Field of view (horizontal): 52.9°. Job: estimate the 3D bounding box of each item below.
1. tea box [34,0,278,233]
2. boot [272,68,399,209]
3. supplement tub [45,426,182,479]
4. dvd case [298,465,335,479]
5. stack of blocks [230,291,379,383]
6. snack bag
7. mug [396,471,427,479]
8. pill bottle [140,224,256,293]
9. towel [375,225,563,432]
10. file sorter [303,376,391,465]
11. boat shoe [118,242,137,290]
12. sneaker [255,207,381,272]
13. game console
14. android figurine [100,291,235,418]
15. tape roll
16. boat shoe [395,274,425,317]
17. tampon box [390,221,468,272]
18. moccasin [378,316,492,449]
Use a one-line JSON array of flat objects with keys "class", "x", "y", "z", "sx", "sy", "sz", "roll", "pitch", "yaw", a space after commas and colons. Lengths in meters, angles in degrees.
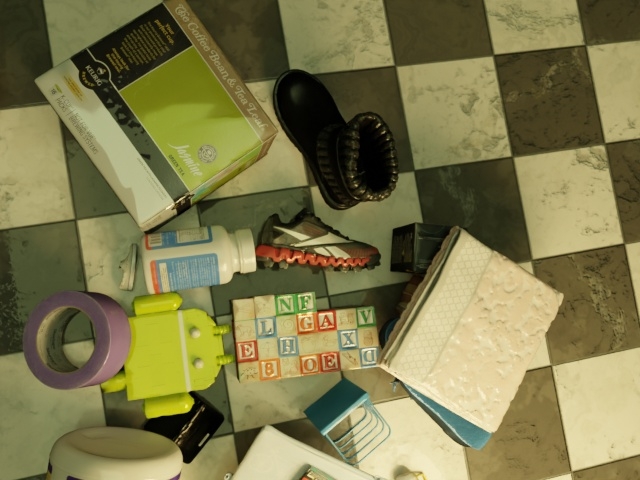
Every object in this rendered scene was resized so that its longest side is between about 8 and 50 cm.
[{"class": "tea box", "x": -0.312, "y": -0.238, "z": 1.280, "sx": 0.323, "sy": 0.220, "sz": 0.329, "roll": -35, "pitch": 93, "yaw": -11}, {"class": "boot", "x": 0.029, "y": -0.227, "z": 1.322, "sx": 0.131, "sy": 0.260, "sz": 0.348, "roll": -30, "pitch": 92, "yaw": -12}, {"class": "supplement tub", "x": -0.396, "y": 0.536, "z": 1.184, "sx": 0.241, "sy": 0.241, "sz": 0.331, "roll": 10, "pitch": 88, "yaw": -10}, {"class": "dvd case", "x": -0.016, "y": 0.495, "z": 1.237, "sx": 0.087, "sy": 0.013, "sz": 0.119, "roll": 33, "pitch": 109, "yaw": -8}, {"class": "stack of blocks", "x": -0.034, "y": 0.195, "z": 1.363, "sx": 0.297, "sy": 0.087, "sz": 0.171, "roll": -4, "pitch": 86, "yaw": -11}, {"class": "snack bag", "x": -0.050, "y": 0.539, "z": 1.283, "sx": 0.323, "sy": 0.037, "sz": 0.342, "roll": 26, "pitch": 111, "yaw": -6}, {"class": "mug", "x": 0.196, "y": 0.539, "z": 1.401, "sx": 0.062, "sy": 0.078, "sz": 0.064, "roll": -23, "pitch": 80, "yaw": 21}, {"class": "pill bottle", "x": -0.248, "y": 0.035, "z": 1.318, "sx": 0.221, "sy": 0.124, "sz": 0.124, "roll": -7, "pitch": 87, "yaw": -11}, {"class": "towel", "x": 0.315, "y": 0.183, "z": 1.306, "sx": 0.317, "sy": 0.053, "sz": 0.332, "roll": 32, "pitch": 84, "yaw": -20}, {"class": "file sorter", "x": 0.055, "y": 0.373, "z": 1.326, "sx": 0.118, "sy": 0.170, "sz": 0.104, "roll": -37, "pitch": 96, "yaw": -11}, {"class": "boat shoe", "x": -0.401, "y": 0.054, "z": 1.334, "sx": 0.035, "sy": 0.035, "sz": 0.100, "roll": 7, "pitch": 91, "yaw": -13}, {"class": "sneaker", "x": 0.000, "y": 0.000, "z": 1.380, "sx": 0.276, "sy": 0.097, "sz": 0.135, "roll": 6, "pitch": 87, "yaw": -9}, {"class": "game console", "x": -0.283, "y": 0.382, "z": 1.340, "sx": 0.122, "sy": 0.071, "sz": 0.107, "roll": -51, "pitch": 125, "yaw": -10}, {"class": "android figurine", "x": -0.313, "y": 0.230, "z": 1.314, "sx": 0.273, "sy": 0.056, "sz": 0.248, "roll": -6, "pitch": 81, "yaw": -6}, {"class": "tape roll", "x": -0.472, "y": 0.192, "z": 1.251, "sx": 0.189, "sy": 0.080, "sz": 0.189, "roll": -2, "pitch": 83, "yaw": 13}, {"class": "boat shoe", "x": 0.331, "y": 0.159, "z": 1.421, "sx": 0.324, "sy": 0.123, "sz": 0.116, "roll": 18, "pitch": 80, "yaw": -10}, {"class": "tampon box", "x": 0.232, "y": 0.022, "z": 1.390, "sx": 0.120, "sy": 0.161, "sz": 0.101, "roll": 4, "pitch": 86, "yaw": -10}, {"class": "moccasin", "x": 0.226, "y": 0.316, "z": 1.384, "sx": 0.138, "sy": 0.117, "sz": 0.342, "roll": -36, "pitch": 96, "yaw": -20}]
